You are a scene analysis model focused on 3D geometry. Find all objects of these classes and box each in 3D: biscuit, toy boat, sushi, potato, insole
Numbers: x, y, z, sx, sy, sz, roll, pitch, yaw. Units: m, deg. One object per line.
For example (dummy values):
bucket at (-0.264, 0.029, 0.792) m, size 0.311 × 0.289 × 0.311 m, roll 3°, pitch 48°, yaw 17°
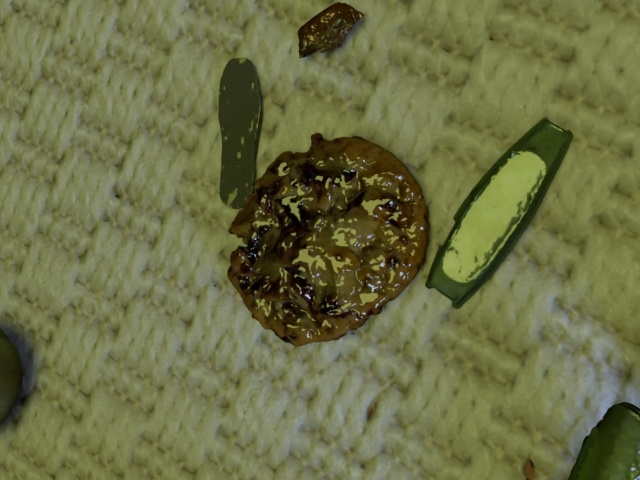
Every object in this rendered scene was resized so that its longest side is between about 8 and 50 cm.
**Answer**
biscuit at (-0.003, -0.003, 1.073) m, size 0.289 × 0.081 × 0.334 m, roll 45°, pitch 103°, yaw 16°
toy boat at (0.241, -0.038, 0.984) m, size 0.093 × 0.055 × 0.293 m, roll 36°, pitch 102°, yaw 16°
sushi at (0.013, -0.318, 1.087) m, size 0.118 × 0.061 × 0.060 m, roll -29°, pitch 87°, yaw 40°
potato at (-0.641, 0.273, 1.293) m, size 0.174 × 0.159 × 0.251 m, roll 28°, pitch 88°, yaw 47°
insole at (-0.132, -0.175, 1.164) m, size 0.081 × 0.011 × 0.248 m, roll 2°, pitch 89°, yaw 23°

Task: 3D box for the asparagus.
asparagus at (0.333, 0.358, 0.867) m, size 0.128 × 0.108 × 0.382 m, roll 8°, pitch 109°, yaw -20°
